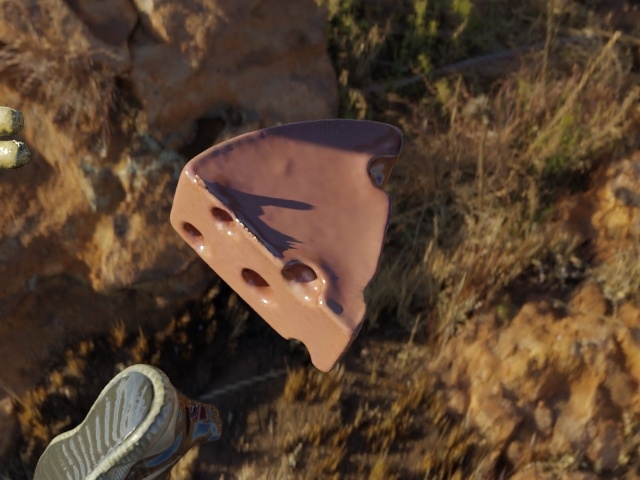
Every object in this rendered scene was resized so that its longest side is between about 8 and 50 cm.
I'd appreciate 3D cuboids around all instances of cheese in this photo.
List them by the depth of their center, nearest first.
[{"bbox_3d":[0.002,-0.025,0.969,0.203,0.128,0.177,43,64,10],"label":"cheese"}]

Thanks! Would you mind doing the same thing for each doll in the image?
[{"bbox_3d":[-0.215,-0.059,0.652,0.093,0.061,0.051,16,25,41],"label":"doll"}]

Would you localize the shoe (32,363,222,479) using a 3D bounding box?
[{"bbox_3d":[-0.187,0.214,1.063,0.112,0.227,0.099,21,32,-38],"label":"shoe"}]
